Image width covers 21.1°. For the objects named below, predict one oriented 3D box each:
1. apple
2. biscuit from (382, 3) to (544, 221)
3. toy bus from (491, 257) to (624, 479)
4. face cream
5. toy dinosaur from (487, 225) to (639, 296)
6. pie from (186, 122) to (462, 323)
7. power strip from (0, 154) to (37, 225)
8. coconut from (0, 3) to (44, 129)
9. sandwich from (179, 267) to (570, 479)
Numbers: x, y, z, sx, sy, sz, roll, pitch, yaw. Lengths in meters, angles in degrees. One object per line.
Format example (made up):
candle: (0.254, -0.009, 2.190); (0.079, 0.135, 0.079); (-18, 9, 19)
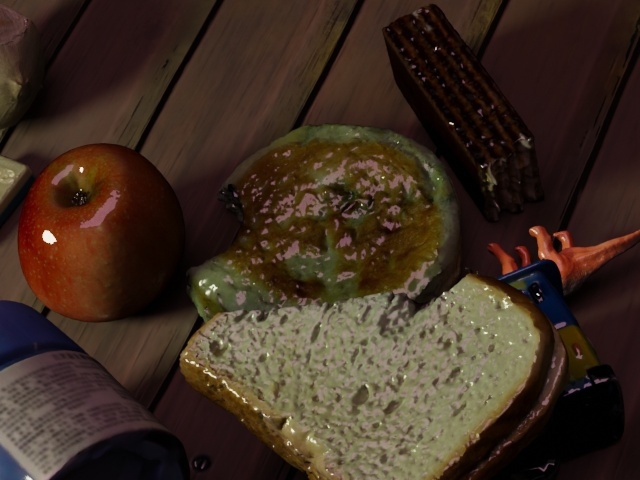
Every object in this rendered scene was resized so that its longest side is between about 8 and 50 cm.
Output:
apple: (-0.231, -0.007, 1.784); (0.181, 0.168, 0.181); (-8, 58, 12)
biscuit: (0.152, -0.135, 1.825); (0.070, 0.106, 0.252); (-26, 54, -5)
toy bus: (0.124, 0.155, 1.608); (0.288, 0.138, 0.175); (-22, 54, -3)
face cream: (-0.278, 0.214, 1.585); (0.249, 0.249, 0.225); (-43, 57, -17)
toy dinosaur: (0.203, 0.043, 1.720); (0.280, 0.055, 0.101); (-27, 54, 11)
pie: (0.008, 0.000, 1.774); (0.303, 0.067, 0.302); (-9, 53, 12)
power strip: (-0.377, -0.040, 1.921); (0.056, 0.032, 0.123); (21, 63, 26)
coconut: (-0.392, -0.199, 1.961); (0.162, 0.161, 0.161); (24, 63, 23)
sandwich: (0.053, 0.113, 1.507); (0.288, 0.099, 0.254); (36, 77, 30)
